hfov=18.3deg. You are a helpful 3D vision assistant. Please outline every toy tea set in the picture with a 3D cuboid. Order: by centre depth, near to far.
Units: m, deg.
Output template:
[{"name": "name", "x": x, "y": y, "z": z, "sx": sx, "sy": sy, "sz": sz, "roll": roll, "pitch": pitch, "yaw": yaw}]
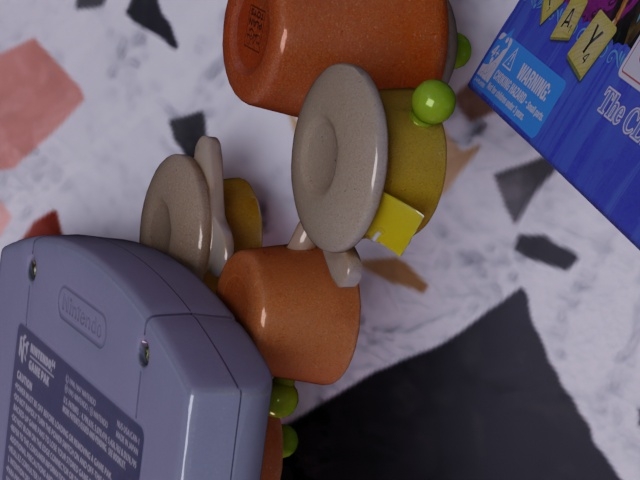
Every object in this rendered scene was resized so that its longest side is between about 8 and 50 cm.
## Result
[{"name": "toy tea set", "x": 0.000, "y": 0.000, "z": 1.022, "sx": 0.336, "sy": 0.124, "sz": 0.200, "roll": -61, "pitch": 36, "yaw": 42}]

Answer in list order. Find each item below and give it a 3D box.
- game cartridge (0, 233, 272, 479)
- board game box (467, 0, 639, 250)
[{"name": "game cartridge", "x": -0.108, "y": 0.103, "z": 1.029, "sx": 0.297, "sy": 0.062, "sz": 0.198, "roll": 28, "pitch": 109, "yaw": 61}, {"name": "board game box", "x": 0.207, "y": -0.140, "z": 0.786, "sx": 0.066, "sy": 0.319, "sz": 0.318, "roll": 28, "pitch": 101, "yaw": -21}]
